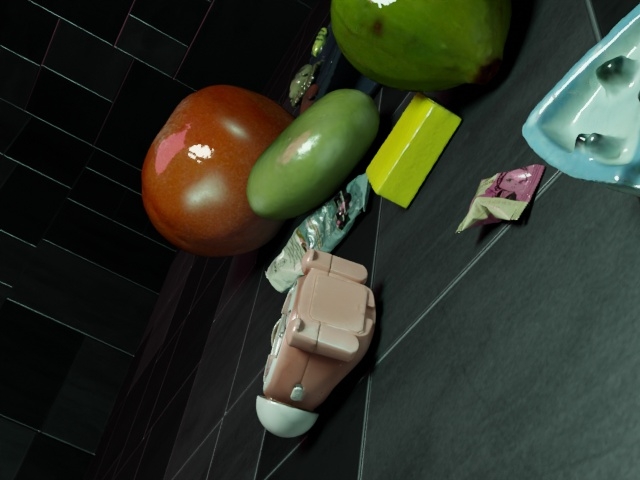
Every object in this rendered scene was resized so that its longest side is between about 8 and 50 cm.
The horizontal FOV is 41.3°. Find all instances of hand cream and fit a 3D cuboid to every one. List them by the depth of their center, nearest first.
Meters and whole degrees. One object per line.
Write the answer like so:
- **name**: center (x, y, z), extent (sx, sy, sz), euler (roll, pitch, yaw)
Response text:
- **hand cream**: center (0.000, 0.000, 1.208), extent (0.248, 0.052, 0.075), euler (-44, 44, 38)

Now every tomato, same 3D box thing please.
- **tomato**: center (-0.169, -0.110, 1.571), extent (0.341, 0.273, 0.341), euler (-55, -17, -26)

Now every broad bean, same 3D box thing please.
- **broad bean**: center (-0.014, -0.122, 1.271), extent (0.238, 0.119, 0.291), euler (-44, 5, -17)

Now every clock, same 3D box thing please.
- **clock**: center (-0.007, 0.116, 0.911), extent (0.166, 0.093, 0.162), euler (-80, 12, -51)

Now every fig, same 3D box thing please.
- **fig**: center (0.124, -0.245, 0.947), extent (0.203, 0.203, 0.225), euler (-53, 56, 35)

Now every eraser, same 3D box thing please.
- **eraser**: center (0.107, -0.110, 0.993), extent (0.122, 0.045, 0.097), euler (-58, 13, 16)

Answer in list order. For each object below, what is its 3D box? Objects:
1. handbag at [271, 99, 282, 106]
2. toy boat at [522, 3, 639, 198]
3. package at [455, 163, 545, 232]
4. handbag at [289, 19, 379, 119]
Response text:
- **handbag**: center (-0.148, -0.206, 1.920), extent (0.215, 0.155, 0.169), euler (-84, 5, -58)
- **toy boat**: center (0.209, -0.100, 0.398), extent (0.332, 0.133, 0.145), euler (-32, 34, 66)
- **package**: center (0.150, -0.035, 0.721), extent (0.083, 0.029, 0.059), euler (-14, 42, 59)
- **handbag**: center (0.053, -0.344, 1.508), extent (0.329, 0.122, 0.303), euler (-54, 16, 37)
